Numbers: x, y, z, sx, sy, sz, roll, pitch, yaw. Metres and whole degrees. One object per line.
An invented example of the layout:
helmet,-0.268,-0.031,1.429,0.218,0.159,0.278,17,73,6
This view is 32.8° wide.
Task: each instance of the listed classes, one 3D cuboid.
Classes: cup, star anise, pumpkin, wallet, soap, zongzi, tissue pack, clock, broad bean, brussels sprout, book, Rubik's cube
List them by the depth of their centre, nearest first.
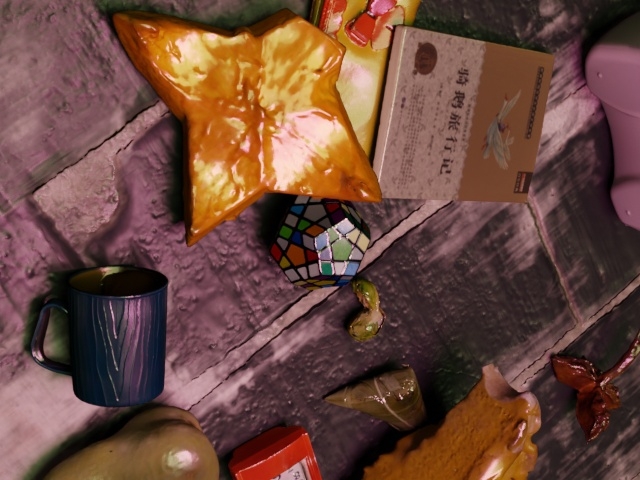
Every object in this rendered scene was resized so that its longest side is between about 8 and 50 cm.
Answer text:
cup,-0.250,0.109,1.267,0.113,0.150,0.138,-25,121,-59
pumpkin,-0.079,-0.153,1.267,0.258,0.095,0.290,-16,106,-9
broad bean,-0.241,0.314,1.323,0.263,0.121,0.189,-33,123,-1
wallet,0.037,-0.217,1.351,0.141,0.067,0.241,9,99,-29
Rubik's cube,0.000,0.000,1.359,0.112,0.133,0.133,26,90,-5
book,0.194,-0.159,1.442,0.310,0.021,0.217,0,103,-42
soap,0.115,0.347,1.444,0.339,0.169,0.304,-22,133,-23
clock,-0.056,0.331,1.451,0.113,0.061,0.155,-26,118,-21
brussels sprout,0.061,0.093,1.458,0.051,0.046,0.083,-4,104,-35
zongzi,0.084,0.246,1.526,0.130,0.062,0.154,-18,135,3
tissue pack,0.539,-0.173,1.546,0.236,0.229,0.333,-27,115,-18
star anise,0.450,0.217,1.666,0.158,0.144,0.140,-8,75,-57
